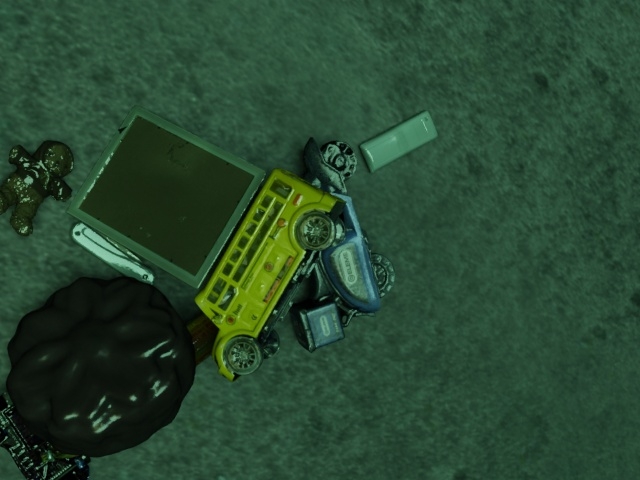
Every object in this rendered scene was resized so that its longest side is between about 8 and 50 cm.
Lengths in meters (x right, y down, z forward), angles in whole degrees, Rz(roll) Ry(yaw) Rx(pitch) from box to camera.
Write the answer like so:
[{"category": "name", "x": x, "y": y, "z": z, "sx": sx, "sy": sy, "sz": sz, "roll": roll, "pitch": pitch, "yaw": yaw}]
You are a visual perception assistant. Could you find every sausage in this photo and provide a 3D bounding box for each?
[{"category": "sausage", "x": -0.295, "y": 0.236, "z": 1.187, "sx": 0.372, "sy": 0.082, "sz": 0.082, "roll": -37, "pitch": 107, "yaw": -23}]

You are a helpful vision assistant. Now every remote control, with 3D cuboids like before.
[{"category": "remote control", "x": 0.152, "y": -0.188, "z": 1.369, "sx": 0.162, "sy": 0.029, "sz": 0.061, "roll": -30, "pitch": 107, "yaw": -16}]

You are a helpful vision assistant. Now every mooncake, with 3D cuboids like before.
[{"category": "mooncake", "x": -0.336, "y": 0.180, "z": 1.098, "sx": 0.283, "sy": 0.283, "sz": 0.141, "roll": -27, "pitch": 147, "yaw": -16}]

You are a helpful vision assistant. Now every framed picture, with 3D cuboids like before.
[{"category": "framed picture", "x": -0.248, "y": -0.075, "z": 1.157, "sx": 0.273, "sy": 0.016, "sz": 0.216, "roll": 29, "pitch": 84, "yaw": 17}]

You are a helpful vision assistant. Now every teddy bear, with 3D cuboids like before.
[{"category": "teddy bear", "x": -0.453, "y": -0.088, "z": 1.130, "sx": 0.119, "sy": 0.078, "sz": 0.160, "roll": 52, "pitch": 54, "yaw": -35}]

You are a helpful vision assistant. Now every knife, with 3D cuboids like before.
[{"category": "knife", "x": -0.344, "y": 0.022, "z": 1.205, "sx": 0.162, "sy": 0.023, "sz": 0.044, "roll": 38, "pitch": 78, "yaw": -20}]

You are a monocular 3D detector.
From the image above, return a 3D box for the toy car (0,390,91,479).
[{"category": "toy car", "x": -0.456, "y": 0.330, "z": 1.170, "sx": 0.103, "sy": 0.063, "sz": 0.216, "roll": -35, "pitch": 110, "yaw": -28}]

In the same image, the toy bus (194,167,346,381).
[{"category": "toy bus", "x": -0.088, "y": 0.055, "z": 1.144, "sx": 0.152, "sy": 0.144, "sz": 0.330, "roll": 31, "pitch": 95, "yaw": 7}]

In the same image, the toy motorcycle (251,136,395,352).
[{"category": "toy motorcycle", "x": 0.000, "y": 0.000, "z": 1.281, "sx": 0.213, "sy": 0.125, "sz": 0.358, "roll": -19, "pitch": 100, "yaw": -16}]
